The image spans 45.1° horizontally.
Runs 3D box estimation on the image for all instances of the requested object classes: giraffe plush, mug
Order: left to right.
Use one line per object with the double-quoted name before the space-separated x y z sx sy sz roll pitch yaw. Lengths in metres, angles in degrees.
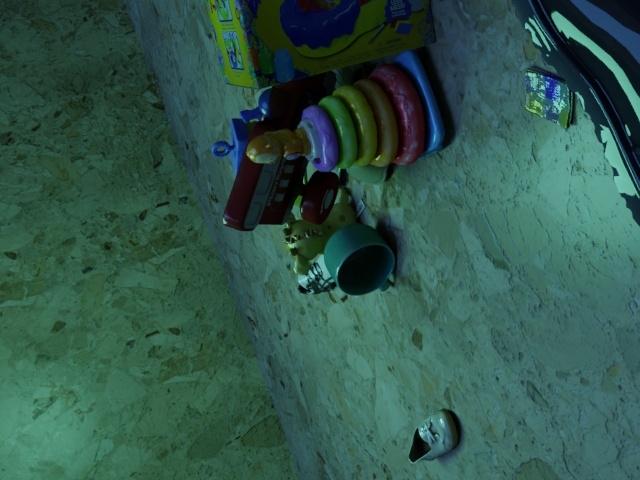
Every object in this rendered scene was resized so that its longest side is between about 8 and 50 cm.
"giraffe plush" 0.000 0.000 1.654 0.210 0.170 0.181 95 151 -51
"mug" 0.072 0.041 1.551 0.097 0.129 0.158 -123 23 -46

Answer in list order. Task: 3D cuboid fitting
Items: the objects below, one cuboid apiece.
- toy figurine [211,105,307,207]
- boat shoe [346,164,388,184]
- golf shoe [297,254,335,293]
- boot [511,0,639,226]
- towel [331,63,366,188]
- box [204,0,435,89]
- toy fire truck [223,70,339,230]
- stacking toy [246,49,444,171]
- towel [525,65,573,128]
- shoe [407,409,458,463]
"toy figurine" -0.128 -0.205 1.592 0.363 0.217 0.191 105 144 -55
"boat shoe" 0.101 -0.158 1.422 0.206 0.075 0.065 125 169 -75
"golf shoe" -0.005 0.084 1.876 0.198 0.093 0.077 107 142 -58
"boot" 0.333 -0.208 0.525 0.367 0.146 0.445 62 164 4
"towel" 0.007 -0.310 1.552 0.312 0.056 0.324 98 151 -48
"box" -0.017 -0.396 1.131 0.177 0.289 0.279 31 137 63
"toy fire truck" -0.057 -0.161 1.319 0.302 0.169 0.254 -69 -14 8
"stacking toy" 0.027 -0.170 1.200 0.166 0.301 0.175 71 161 1
"towel" 0.277 -0.174 0.941 0.083 0.009 0.060 -134 32 -53
"shoe" 0.227 0.409 1.574 0.219 0.058 0.077 102 145 -57
